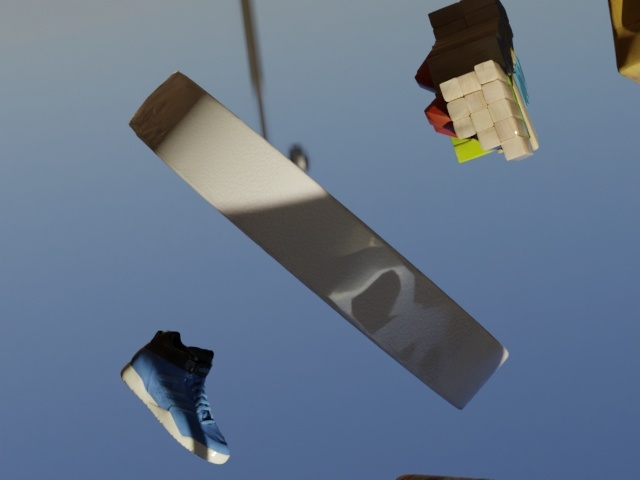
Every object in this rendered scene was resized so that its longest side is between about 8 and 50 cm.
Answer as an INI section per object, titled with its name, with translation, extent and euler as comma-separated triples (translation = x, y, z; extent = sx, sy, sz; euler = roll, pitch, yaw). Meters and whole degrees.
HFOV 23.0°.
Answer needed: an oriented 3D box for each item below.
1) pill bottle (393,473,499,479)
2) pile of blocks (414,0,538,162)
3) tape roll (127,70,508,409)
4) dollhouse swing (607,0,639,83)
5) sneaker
[pill bottle]
translation = 0.177, 0.342, 1.917
extent = 0.193, 0.108, 0.108
euler = -3, -169, 41
[pile of blocks]
translation = 0.171, -0.169, 1.803
extent = 0.112, 0.149, 0.362
euler = -19, -158, 15
[tape roll]
translation = 0.000, 0.000, 1.404
extent = 0.072, 0.392, 0.392
euler = -49, -165, 0
[dollhouse swing]
translation = 0.342, -0.293, 1.012
extent = 0.305, 0.347, 0.315
euler = -12, 168, 35
[sneaker]
translation = -0.133, 0.157, 1.646
extent = 0.152, 0.084, 0.058
euler = 44, -172, 23
